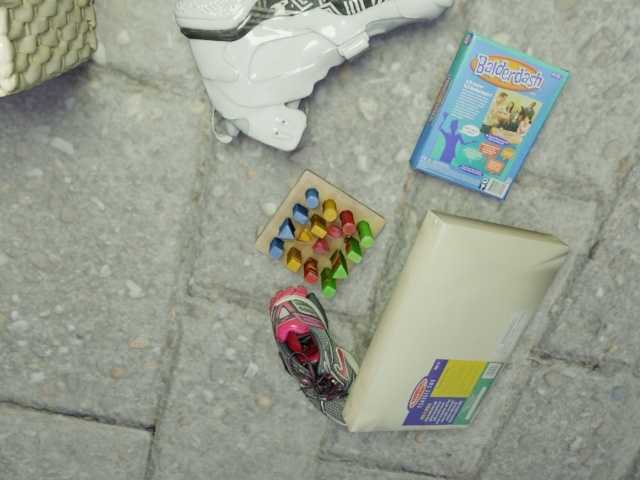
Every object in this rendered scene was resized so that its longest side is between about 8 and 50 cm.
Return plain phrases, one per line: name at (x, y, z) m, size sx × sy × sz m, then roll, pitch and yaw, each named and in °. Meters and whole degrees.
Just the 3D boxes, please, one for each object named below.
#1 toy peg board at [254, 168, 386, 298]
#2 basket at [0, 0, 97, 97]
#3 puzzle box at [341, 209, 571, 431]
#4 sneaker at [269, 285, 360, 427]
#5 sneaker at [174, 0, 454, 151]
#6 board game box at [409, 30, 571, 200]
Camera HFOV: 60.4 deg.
toy peg board at (0.000, 0.000, 0.887) m, size 0.160 × 0.079 × 0.161 m, roll 31°, pitch 109°, yaw -15°
basket at (-0.420, -0.344, 0.581) m, size 0.266 × 0.331 × 0.328 m, roll 5°, pitch 114°, yaw -7°
puzzle box at (0.222, 0.158, 0.937) m, size 0.272 × 0.052 × 0.409 m, roll 9°, pitch 114°, yaw -27°
sneaker at (-0.007, 0.228, 0.972) m, size 0.121 × 0.112 × 0.299 m, roll -27°, pitch 113°, yaw 9°
sneaker at (-0.001, -0.246, 0.750) m, size 0.365 × 0.137 × 0.210 m, roll -5°, pitch 115°, yaw 5°
board game box at (0.250, -0.184, 0.832) m, size 0.160 × 0.047 × 0.210 m, roll 19°, pitch 113°, yaw -10°
